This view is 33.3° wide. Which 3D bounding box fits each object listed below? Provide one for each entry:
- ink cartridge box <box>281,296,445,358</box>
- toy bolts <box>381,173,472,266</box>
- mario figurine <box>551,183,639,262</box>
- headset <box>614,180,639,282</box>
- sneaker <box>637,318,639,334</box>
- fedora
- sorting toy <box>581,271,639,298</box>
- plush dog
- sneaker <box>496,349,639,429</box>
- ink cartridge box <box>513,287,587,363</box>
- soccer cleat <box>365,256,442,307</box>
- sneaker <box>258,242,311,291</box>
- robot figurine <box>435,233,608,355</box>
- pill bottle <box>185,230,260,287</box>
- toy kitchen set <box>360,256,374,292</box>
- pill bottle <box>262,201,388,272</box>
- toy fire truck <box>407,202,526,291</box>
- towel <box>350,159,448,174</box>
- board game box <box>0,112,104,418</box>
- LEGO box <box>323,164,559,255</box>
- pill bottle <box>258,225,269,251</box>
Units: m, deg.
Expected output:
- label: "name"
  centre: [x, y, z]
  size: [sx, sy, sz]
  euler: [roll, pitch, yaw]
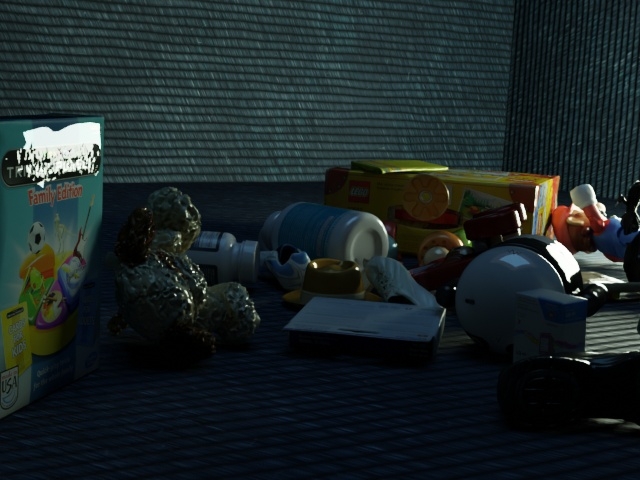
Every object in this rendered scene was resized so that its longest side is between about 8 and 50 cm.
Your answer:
- label: "ink cartridge box"
  centre: [0.070, 0.137, 1.619]
  size: [0.223, 0.045, 0.224]
  euler: [4, 10, 12]
- label: "toy bolts"
  centre: [0.177, -0.012, 2.223]
  size: [0.228, 0.218, 0.158]
  euler: [-13, 9, 20]
- label: "mario figurine"
  centre: [0.692, -0.036, 2.512]
  size: [0.170, 0.198, 0.320]
  euler: [-17, 25, -40]
- label: "headset"
  centre: [0.731, 0.016, 2.193]
  size: [0.243, 0.185, 0.394]
  euler: [1, 20, -16]
- label: "sneaker"
  centre: [0.583, 0.124, 1.695]
  size: [0.151, 0.094, 0.256]
  euler: [11, 13, 14]
- label: "fedora"
  centre: [0.023, 0.077, 1.894]
  size: [0.194, 0.079, 0.194]
  euler: [3, 8, 0]
- label: "sorting toy"
  centre: [0.514, 0.091, 2.138]
  size: [0.193, 0.038, 0.208]
  euler: [0, 4, -19]
- label: "plush dog"
  centre: [-0.229, 0.071, 1.511]
  size: [0.211, 0.262, 0.225]
  euler: [-31, 0, -2]
- label: "sneaker"
  centre: [0.353, 0.173, 1.303]
  size: [0.286, 0.109, 0.130]
  euler: [5, 2, 1]
- label: "ink cartridge box"
  centre: [0.314, 0.135, 1.466]
  size: [0.052, 0.122, 0.088]
  euler: [-8, 13, -35]
- label: "soccer cleat"
  centre: [0.129, 0.084, 1.810]
  size: [0.076, 0.068, 0.196]
  euler: [-10, 33, -35]
- label: "sneaker"
  centre: [-0.073, 0.042, 2.078]
  size: [0.085, 0.086, 0.237]
  euler: [-3, 9, -24]
- label: "robot figurine"
  centre: [0.311, 0.084, 1.656]
  size: [0.209, 0.173, 0.278]
  euler: [-40, -9, 22]
- label: "pill bottle"
  centre: [-0.207, 0.036, 1.989]
  size: [0.180, 0.108, 0.108]
  euler: [4, 9, 5]
- label: "toy kitchen set"
  centre: [0.091, 0.078, 2.039]
  size: [0.068, 0.075, 0.083]
  euler: [25, -20, 36]
- label: "pill bottle"
  centre: [0.000, 0.000, 2.171]
  size: [0.146, 0.146, 0.264]
  euler: [-5, 12, -43]
- label: "toy fire truck"
  centre: [0.269, 0.044, 2.000]
  size: [0.254, 0.169, 0.302]
  euler: [-14, 3, 17]
- label: "towel"
  centre: [0.186, -0.170, 2.506]
  size: [0.237, 0.021, 0.102]
  euler: [-5, 18, -43]
- label: "board game box"
  centre: [-0.353, 0.018, 1.286]
  size: [0.079, 0.336, 0.254]
  euler: [6, 9, 15]
- label: "LEGO box"
  centre: [0.302, -0.075, 2.616]
  size: [0.500, 0.193, 0.372]
  euler: [6, 9, 20]
- label: "pill bottle"
  centre: [-0.064, -0.006, 2.393]
  size: [0.086, 0.086, 0.152]
  euler: [8, 10, 32]
